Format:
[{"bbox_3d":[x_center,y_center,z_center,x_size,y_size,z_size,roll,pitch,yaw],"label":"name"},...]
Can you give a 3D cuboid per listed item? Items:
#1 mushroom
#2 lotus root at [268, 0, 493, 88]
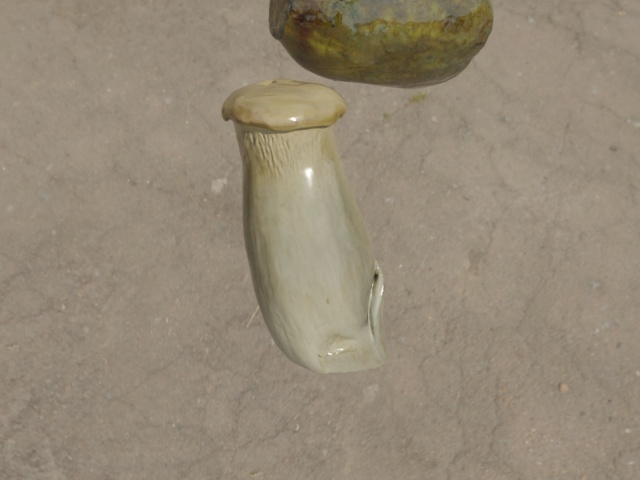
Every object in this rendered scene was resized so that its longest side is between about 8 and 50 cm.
[{"bbox_3d":[-0.005,0.008,0.431,0.096,0.247,0.108,14,41,40],"label":"mushroom"},{"bbox_3d":[0.089,-0.373,0.955,0.345,0.250,0.251,-6,61,-26],"label":"lotus root"}]
